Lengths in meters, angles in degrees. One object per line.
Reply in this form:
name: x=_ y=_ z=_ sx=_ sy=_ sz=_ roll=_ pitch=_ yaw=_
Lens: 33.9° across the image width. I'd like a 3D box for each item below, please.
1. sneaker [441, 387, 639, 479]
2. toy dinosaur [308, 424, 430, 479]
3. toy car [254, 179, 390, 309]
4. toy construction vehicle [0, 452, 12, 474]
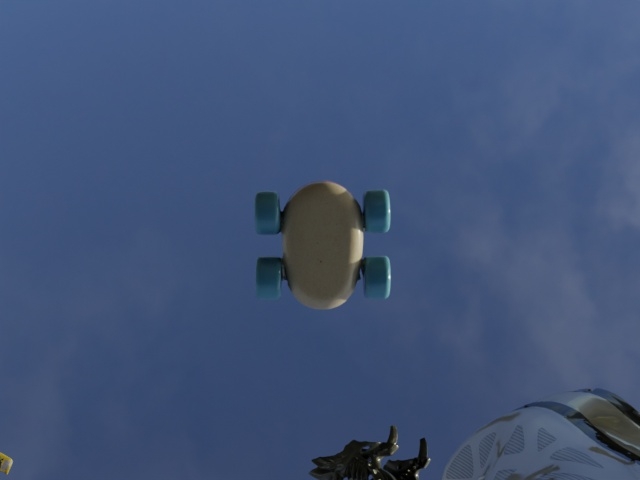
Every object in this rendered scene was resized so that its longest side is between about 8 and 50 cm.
sneaker: x=0.102 y=0.196 z=0.679 sx=0.257 sy=0.169 sz=0.447 roll=-4 pitch=175 yaw=-14
toy dinosaur: x=0.107 y=0.360 z=1.288 sx=0.321 sy=0.164 sz=0.218 roll=-26 pitch=-129 yaw=-2
toy car: x=0.000 y=0.000 z=1.795 sx=0.219 sy=0.210 sz=0.238 roll=-1 pitch=-175 yaw=-2
toy construction vehicle: x=-0.329 y=0.249 z=1.016 sx=0.086 sy=0.035 sz=0.098 roll=-10 pitch=-126 yaw=64
